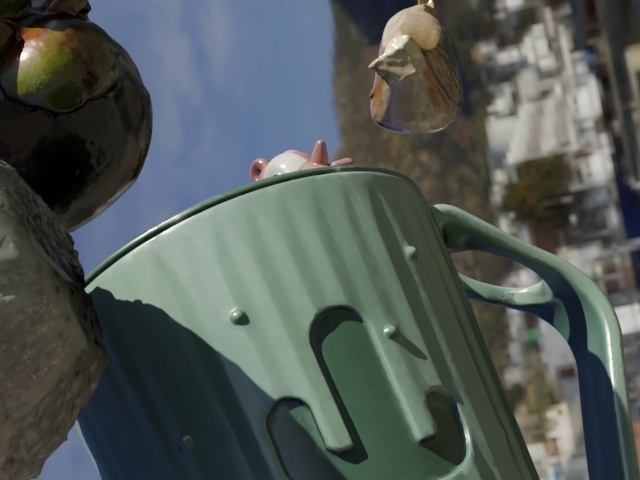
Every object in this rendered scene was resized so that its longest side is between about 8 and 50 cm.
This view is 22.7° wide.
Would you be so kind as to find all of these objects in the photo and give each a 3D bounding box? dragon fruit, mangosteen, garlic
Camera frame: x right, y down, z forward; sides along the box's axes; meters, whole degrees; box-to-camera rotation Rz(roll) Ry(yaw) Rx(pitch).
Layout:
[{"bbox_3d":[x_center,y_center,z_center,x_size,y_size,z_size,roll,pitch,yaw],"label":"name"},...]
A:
[{"bbox_3d":[-0.270,0.029,0.944,0.204,0.221,0.283,57,179,-43],"label":"dragon fruit"},{"bbox_3d":[-0.279,-0.130,1.340,0.287,0.233,0.287,56,175,8],"label":"mangosteen"},{"bbox_3d":[0.095,-0.182,1.562,0.198,0.090,0.129,-68,-27,-52],"label":"garlic"}]

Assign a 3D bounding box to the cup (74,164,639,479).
[{"bbox_3d":[0.042,0.152,1.145,0.392,0.401,0.310,64,-174,23],"label":"cup"}]

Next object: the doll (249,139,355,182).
[{"bbox_3d":[0.000,0.000,1.768,0.093,0.211,0.262,-10,-123,-42],"label":"doll"}]
